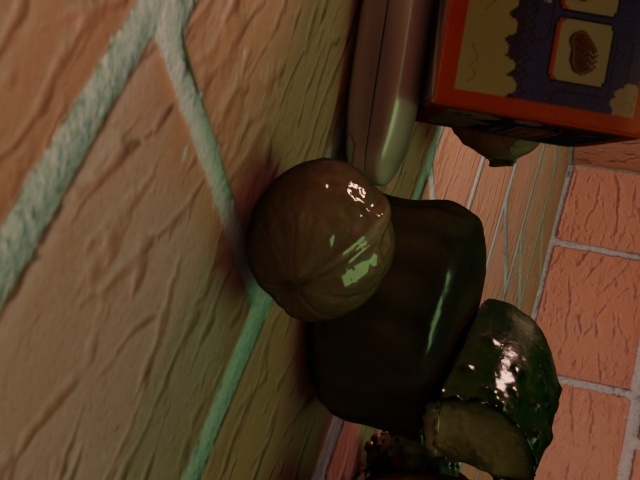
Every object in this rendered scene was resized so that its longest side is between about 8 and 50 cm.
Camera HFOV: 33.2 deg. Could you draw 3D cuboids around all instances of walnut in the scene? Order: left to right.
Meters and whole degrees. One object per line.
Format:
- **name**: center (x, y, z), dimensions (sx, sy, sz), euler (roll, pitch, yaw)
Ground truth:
- **walnut**: center (0.001, 0.000, 0.978), dimensions (0.162, 0.140, 0.140), euler (-49, 147, -41)

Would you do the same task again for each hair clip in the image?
- **hair clip**: center (0.093, 0.304, 1.453), dimensions (0.321, 0.091, 0.138), euler (119, -22, -55)

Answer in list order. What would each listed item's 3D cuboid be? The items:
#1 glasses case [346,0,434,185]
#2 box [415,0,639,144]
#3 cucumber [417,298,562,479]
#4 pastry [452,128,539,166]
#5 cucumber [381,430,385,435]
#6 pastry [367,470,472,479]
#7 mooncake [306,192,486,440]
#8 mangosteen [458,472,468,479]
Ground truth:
- **glasses case**: center (0.079, -0.209, 1.208), dimensions (0.113, 0.075, 0.297), euler (-11, 111, -74)
- **box**: center (0.261, -0.287, 1.297), dimensions (0.349, 0.256, 0.319), euler (-117, -145, -87)
- **cucumber**: center (0.221, 0.152, 1.261), dimensions (0.325, 0.145, 0.105), euler (-49, 157, -63)
- **pastry**: center (0.278, -0.244, 1.601), dimensions (0.257, 0.120, 0.236), euler (-110, -152, -42)
- **cucumber**: center (0.137, 0.334, 1.748), dimensions (0.227, 0.069, 0.069), euler (65, 38, -68)
- **pastry**: center (0.128, 0.426, 1.223), dimensions (0.389, 0.388, 0.313), euler (77, 28, -52)
- **mooncake**: center (0.089, 0.085, 1.270), dimensions (0.290, 0.161, 0.290), euler (13, 90, -73)
- **mangosteen**: center (0.219, 0.496, 2.008), dimensions (0.152, 0.152, 0.153), euler (10, 90, -73)
